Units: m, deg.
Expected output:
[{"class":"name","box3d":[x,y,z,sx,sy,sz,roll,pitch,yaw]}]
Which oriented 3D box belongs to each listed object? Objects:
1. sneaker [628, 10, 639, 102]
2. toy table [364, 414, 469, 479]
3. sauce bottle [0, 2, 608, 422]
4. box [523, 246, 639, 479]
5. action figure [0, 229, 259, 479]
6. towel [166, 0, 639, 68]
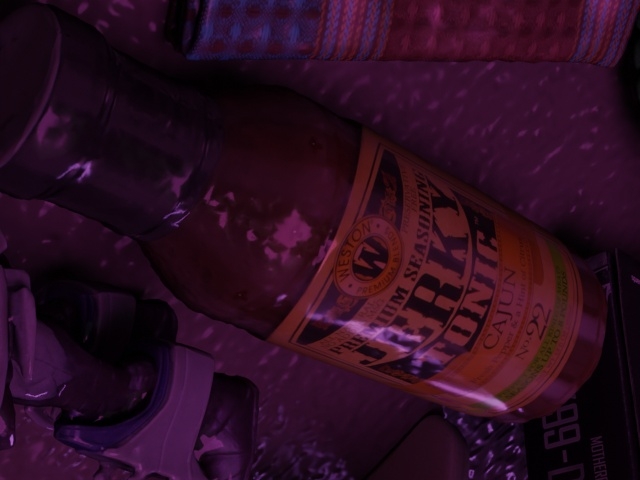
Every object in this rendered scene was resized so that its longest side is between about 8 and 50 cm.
[{"class":"sneaker","box3d":[0.259,-0.151,0.582,0.134,0.146,0.344,-13,128,-27]},{"class":"toy table","box3d":[0.026,0.238,0.691,0.252,0.161,0.274,-39,134,-5]},{"class":"sauce bottle","box3d":[0.000,0.000,0.542,0.344,0.111,0.111,22,107,-42]},{"class":"box","box3d":[0.241,0.168,0.737,0.076,0.243,0.307,-23,147,37]},{"class":"action figure","box3d":[-0.140,0.033,0.439,0.285,0.185,0.099,32,76,-48]},{"class":"towel","box3d":[0.088,-0.243,0.479,0.271,0.040,0.370,-4,123,-30]}]
